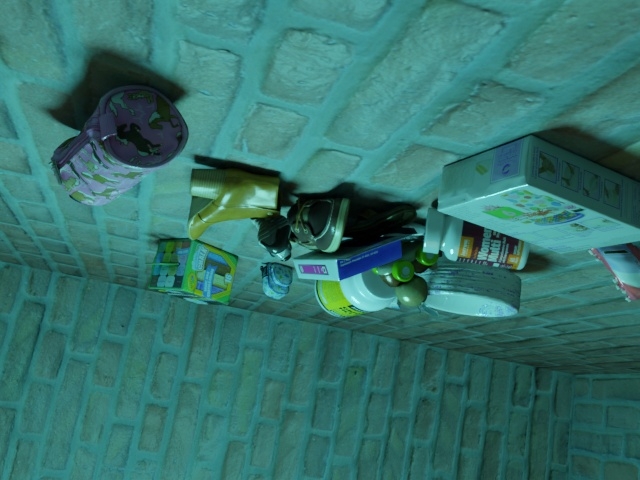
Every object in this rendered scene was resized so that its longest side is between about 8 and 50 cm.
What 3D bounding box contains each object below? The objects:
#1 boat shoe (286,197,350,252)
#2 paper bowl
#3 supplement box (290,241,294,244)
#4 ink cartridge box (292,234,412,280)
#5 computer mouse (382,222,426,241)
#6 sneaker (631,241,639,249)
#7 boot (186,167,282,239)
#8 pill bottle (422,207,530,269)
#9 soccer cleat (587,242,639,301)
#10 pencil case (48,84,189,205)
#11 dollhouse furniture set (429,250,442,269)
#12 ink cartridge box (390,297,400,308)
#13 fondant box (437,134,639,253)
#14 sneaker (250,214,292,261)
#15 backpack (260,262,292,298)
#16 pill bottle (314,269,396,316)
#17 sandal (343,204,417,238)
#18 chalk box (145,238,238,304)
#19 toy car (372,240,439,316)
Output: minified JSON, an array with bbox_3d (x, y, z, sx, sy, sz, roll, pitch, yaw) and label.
[{"bbox_3d":[-0.022,-0.041,1.677,0.123,0.123,0.342,14,173,-12],"label":"boat shoe"},{"bbox_3d":[0.402,0.110,1.921,0.284,0.148,0.284,9,166,2],"label":"paper bowl"},{"bbox_3d":[-0.087,-0.016,1.974,0.062,0.036,0.098,17,164,-25],"label":"supplement box"},{"bbox_3d":[0.073,0.041,1.731,0.176,0.069,0.371,-19,-177,-20],"label":"ink cartridge box"},{"bbox_3d":[0.243,-0.027,1.714,0.193,0.042,0.106,-4,166,24],"label":"computer mouse"},{"bbox_3d":[0.777,0.039,1.549,0.258,0.094,0.091,13,178,25],"label":"sneaker"},{"bbox_3d":[-0.199,-0.069,1.641,0.211,0.104,0.295,8,153,-8],"label":"boot"},{"bbox_3d":[0.342,-0.009,1.550,0.221,0.121,0.121,8,166,7],"label":"pill bottle"},{"bbox_3d":[0.630,0.023,1.491,0.095,0.083,0.248,-37,106,18],"label":"soccer cleat"},{"bbox_3d":[-0.390,-0.171,1.334,0.160,0.167,0.386,50,150,-16],"label":"pencil case"},{"bbox_3d":[0.334,0.024,1.792,0.081,0.091,0.114,1,171,-37],"label":"dollhouse furniture set"},{"bbox_3d":[0.204,0.176,2.426,0.143,0.089,0.092,5,165,15],"label":"ink cartridge box"},{"bbox_3d":[0.421,-0.072,1.305,0.330,0.096,0.238,16,165,-26],"label":"fondant box"},{"bbox_3d":[-0.097,0.005,1.690,0.086,0.132,0.228,-27,-152,-1],"label":"sneaker"},{"bbox_3d":[-0.152,0.140,2.469,0.105,0.114,0.084,21,142,-34],"label":"backpack"},{"bbox_3d":[0.118,0.121,2.063,0.188,0.187,0.334,14,165,-16],"label":"pill bottle"},{"bbox_3d":[0.129,-0.052,1.668,0.090,0.060,0.219,14,152,-42],"label":"sandal"},{"bbox_3d":[-0.451,0.098,2.379,0.180,0.179,0.289,0,162,37],"label":"chalk box"},{"bbox_3d":[0.240,0.108,1.777,0.149,0.188,0.155,-32,-166,-14],"label":"toy car"}]
